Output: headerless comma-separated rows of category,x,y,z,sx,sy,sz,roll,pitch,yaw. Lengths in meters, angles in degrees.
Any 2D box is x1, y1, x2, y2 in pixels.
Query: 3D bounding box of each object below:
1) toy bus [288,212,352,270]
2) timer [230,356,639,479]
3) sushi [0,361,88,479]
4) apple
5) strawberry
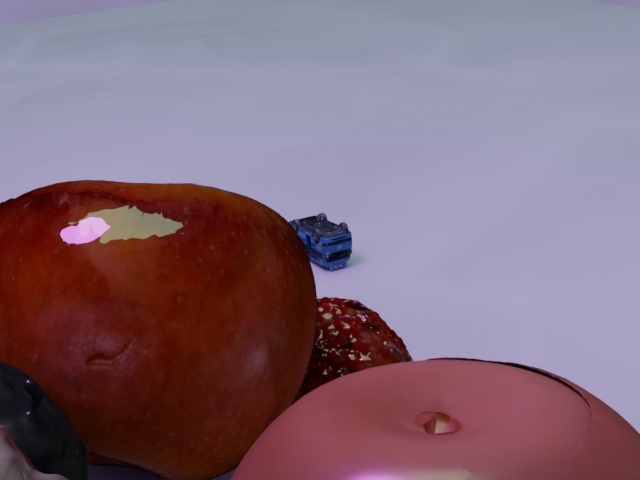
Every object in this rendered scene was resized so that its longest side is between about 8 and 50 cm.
toy bus,0.000,0.000,1.203,0.038,0.046,0.083,-14,21,-26
timer,0.059,0.173,0.511,0.230,0.214,0.229,-3,14,1
sushi,-0.171,0.131,0.538,0.100,0.296,0.373,-44,23,5
apple,-0.136,0.062,0.796,0.272,0.206,0.251,4,-8,22
strawberry,0.010,0.100,0.887,0.141,0.085,0.192,1,23,7
